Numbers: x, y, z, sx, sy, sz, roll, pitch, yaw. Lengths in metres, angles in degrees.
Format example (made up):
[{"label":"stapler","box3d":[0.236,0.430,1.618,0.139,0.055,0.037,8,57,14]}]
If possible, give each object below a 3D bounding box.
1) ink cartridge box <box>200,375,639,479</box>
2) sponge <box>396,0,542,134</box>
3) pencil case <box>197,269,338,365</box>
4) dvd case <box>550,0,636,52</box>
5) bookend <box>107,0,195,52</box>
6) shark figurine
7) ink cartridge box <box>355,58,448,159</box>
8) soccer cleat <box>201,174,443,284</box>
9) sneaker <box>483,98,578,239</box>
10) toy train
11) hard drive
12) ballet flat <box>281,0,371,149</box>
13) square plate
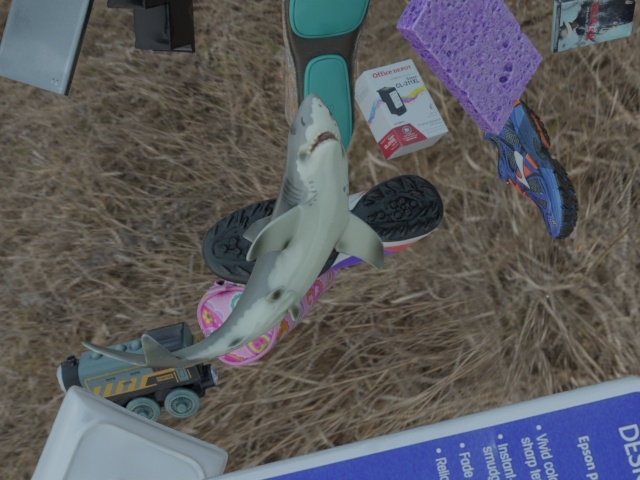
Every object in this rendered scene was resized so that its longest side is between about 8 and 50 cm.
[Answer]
[{"label":"ink cartridge box","box3d":[0.110,0.231,0.416,0.307,0.072,0.304,-14,64,7]},{"label":"sponge","box3d":[0.178,-0.230,1.049,0.031,0.210,0.117,23,78,47]},{"label":"pencil case","box3d":[-0.067,0.068,1.270,0.124,0.284,0.124,7,109,19]},{"label":"dvd case","box3d":[0.392,-0.318,1.293,0.119,0.087,0.013,-11,49,-1]},{"label":"bookend","box3d":[-0.245,-0.333,1.268,0.072,0.156,0.157,6,113,17]},{"label":"shark figurine","box3d":[-0.060,0.022,0.788,0.278,0.166,0.116,-52,40,-8]},{"label":"ink cartridge box","box3d":[0.158,-0.267,1.828,0.127,0.072,0.175,-20,79,-29]},{"label":"soccer cleat","box3d":[0.000,0.000,1.118,0.318,0.116,0.109,-15,75,-25]},{"label":"sneaker","box3d":[0.310,-0.096,1.324,0.087,0.083,0.221,-31,63,28]},{"label":"toy train","box3d":[-0.394,0.293,1.929,0.333,0.142,0.190,-13,121,3]},{"label":"hard drive","box3d":[-0.338,-0.256,1.104,0.094,0.022,0.135,17,95,4]},{"label":"ballet flat","box3d":[-0.005,-0.247,1.051,0.107,0.106,0.316,-5,126,-18]},{"label":"square plate","box3d":[-0.352,0.479,1.598,0.344,0.049,0.347,30,63,-23]}]
